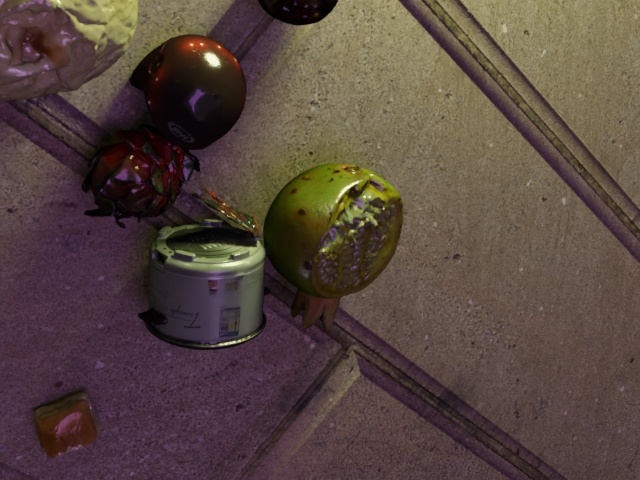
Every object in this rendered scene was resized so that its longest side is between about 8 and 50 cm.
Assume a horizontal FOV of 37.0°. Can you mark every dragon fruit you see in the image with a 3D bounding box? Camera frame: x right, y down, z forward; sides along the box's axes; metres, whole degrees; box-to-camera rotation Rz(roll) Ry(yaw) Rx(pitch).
[{"bbox_3d":[-0.333,-0.121,1.755,0.189,0.182,0.182,-49,135,-49],"label":"dragon fruit"}]

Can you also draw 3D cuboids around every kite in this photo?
[{"bbox_3d":[-0.171,-0.052,1.865,0.009,0.189,0.232,-55,149,7],"label":"kite"}]

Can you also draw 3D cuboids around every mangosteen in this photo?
[{"bbox_3d":[-0.042,-0.489,1.756,0.172,0.172,0.184,1,85,-27],"label":"mangosteen"}]

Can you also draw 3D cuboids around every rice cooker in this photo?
[{"bbox_3d":[-0.222,0.097,1.862,0.280,0.241,0.227,-16,118,-40],"label":"rice cooker"}]

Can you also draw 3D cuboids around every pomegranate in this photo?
[{"bbox_3d":[0.000,0.000,1.942,0.309,0.216,0.359,-17,135,-50],"label":"pomegranate"}]

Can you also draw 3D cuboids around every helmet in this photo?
[{"bbox_3d":[-0.231,-0.273,1.740,0.189,0.193,0.216,39,49,-35],"label":"helmet"}]

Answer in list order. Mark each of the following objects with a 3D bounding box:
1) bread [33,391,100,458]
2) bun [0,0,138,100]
[{"bbox_3d":[-0.512,0.377,1.934,0.125,0.082,0.106,-19,125,-15],"label":"bread"},{"bbox_3d":[-0.453,-0.367,1.512,0.352,0.227,0.349,18,117,-49],"label":"bun"}]
